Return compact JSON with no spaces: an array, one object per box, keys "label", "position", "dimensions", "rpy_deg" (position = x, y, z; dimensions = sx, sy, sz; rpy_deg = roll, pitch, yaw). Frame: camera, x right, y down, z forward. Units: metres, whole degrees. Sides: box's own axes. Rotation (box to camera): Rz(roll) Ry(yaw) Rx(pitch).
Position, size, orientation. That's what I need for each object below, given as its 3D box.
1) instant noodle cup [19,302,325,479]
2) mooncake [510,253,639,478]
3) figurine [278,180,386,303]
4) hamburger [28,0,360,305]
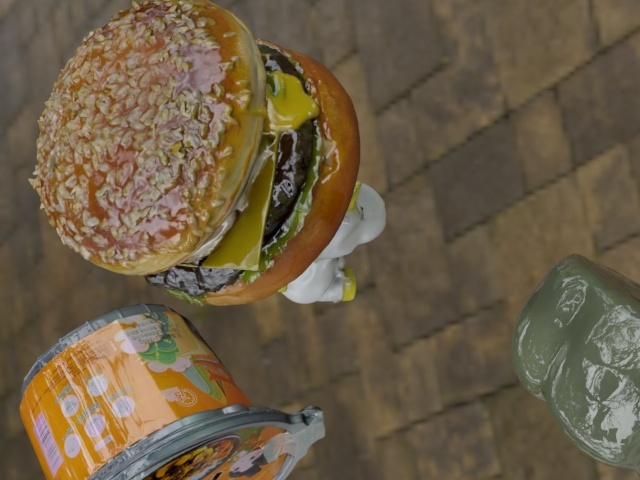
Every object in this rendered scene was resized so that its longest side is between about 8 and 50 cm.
[{"label":"instant noodle cup","position":[-0.117,0.123,1.184],"dimensions":[0.125,0.208,0.177],"rpy_deg":[56,150,26]},{"label":"mooncake","position":[0.287,0.122,1.551],"dimensions":[0.135,0.275,0.275],"rpy_deg":[-59,39,12]},{"label":"figurine","position":[0.006,-0.003,1.879],"dimensions":[0.109,0.130,0.178],"rpy_deg":[56,132,17]},{"label":"hamburger","position":[-0.124,-0.080,1.682],"dimensions":[0.291,0.225,0.291],"rpy_deg":[-18,62,39]}]
